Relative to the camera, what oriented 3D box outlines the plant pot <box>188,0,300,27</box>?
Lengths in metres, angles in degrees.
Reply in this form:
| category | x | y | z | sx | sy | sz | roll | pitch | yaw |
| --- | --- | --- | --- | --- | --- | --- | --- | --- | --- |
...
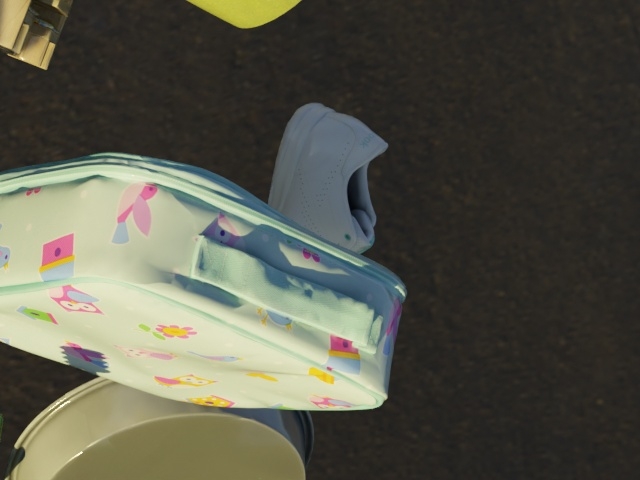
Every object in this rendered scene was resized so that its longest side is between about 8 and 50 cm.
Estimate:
| category | x | y | z | sx | sy | sz | roll | pitch | yaw |
| --- | --- | --- | --- | --- | --- | --- | --- | --- | --- |
| plant pot | -0.122 | -0.360 | 1.472 | 0.293 | 0.275 | 0.274 | 47 | 53 | -31 |

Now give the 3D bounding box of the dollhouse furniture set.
| category | x | y | z | sx | sy | sz | roll | pitch | yaw |
| --- | --- | --- | --- | --- | --- | --- | --- | --- | --- |
| dollhouse furniture set | -0.346 | -0.283 | 1.406 | 0.242 | 0.212 | 0.161 | 21 | 91 | -2 |

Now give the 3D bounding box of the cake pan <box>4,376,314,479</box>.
| category | x | y | z | sx | sy | sz | roll | pitch | yaw |
| --- | --- | --- | --- | --- | --- | --- | --- | --- | --- |
| cake pan | -0.143 | 0.226 | 1.393 | 0.293 | 0.293 | 0.054 | 26 | 30 | -36 |

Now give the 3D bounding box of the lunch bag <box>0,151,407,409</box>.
| category | x | y | z | sx | sy | sz | roll | pitch | yaw |
| --- | --- | --- | --- | --- | --- | --- | --- | --- | --- |
| lunch bag | -0.085 | 0.034 | 1.006 | 0.279 | 0.224 | 0.107 | 25 | 66 | -40 |

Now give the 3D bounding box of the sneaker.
| category | x | y | z | sx | sy | sz | roll | pitch | yaw |
| --- | --- | --- | --- | --- | --- | --- | --- | --- | --- |
| sneaker | 0.000 | 0.000 | 1.226 | 0.080 | 0.094 | 0.212 | -28 | 137 | -56 |

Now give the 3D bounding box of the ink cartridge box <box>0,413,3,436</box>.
| category | x | y | z | sx | sy | sz | roll | pitch | yaw |
| --- | --- | --- | --- | --- | --- | --- | --- | --- | --- |
| ink cartridge box | -0.441 | 0.199 | 1.339 | 0.255 | 0.189 | 0.097 | 21 | 48 | -25 |
